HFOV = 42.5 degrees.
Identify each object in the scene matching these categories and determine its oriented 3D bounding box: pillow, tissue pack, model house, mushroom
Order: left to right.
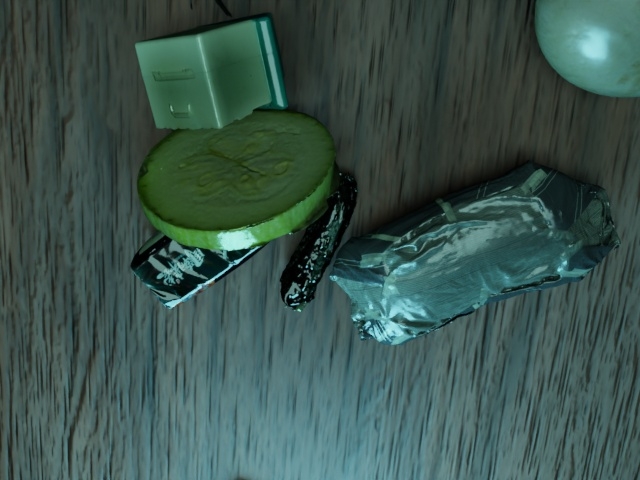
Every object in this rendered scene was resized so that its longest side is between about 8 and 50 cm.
[{"bbox_3d":[-0.125,-0.004,0.962,0.170,0.103,0.090,-36,102,13],"label":"tissue pack"},{"bbox_3d":[-0.101,-0.185,0.890,0.127,0.149,0.100,9,119,45],"label":"model house"},{"bbox_3d":[0.180,0.015,0.967,0.335,0.092,0.161,-24,112,8],"label":"pillow"},{"bbox_3d":[0.330,-0.255,0.839,0.226,0.178,0.226,-2,142,-1],"label":"mushroom"}]

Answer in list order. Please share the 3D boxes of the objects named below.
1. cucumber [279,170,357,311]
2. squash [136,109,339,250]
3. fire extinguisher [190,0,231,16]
[{"bbox_3d":[0.000,0.000,0.989,0.053,0.053,0.181,23,107,-7],"label":"cucumber"},{"bbox_3d":[-0.090,-0.073,0.880,0.219,0.219,0.041,-4,131,2],"label":"squash"},{"bbox_3d":[-0.037,-0.299,0.880,0.231,0.071,0.099,-12,136,6],"label":"fire extinguisher"}]
